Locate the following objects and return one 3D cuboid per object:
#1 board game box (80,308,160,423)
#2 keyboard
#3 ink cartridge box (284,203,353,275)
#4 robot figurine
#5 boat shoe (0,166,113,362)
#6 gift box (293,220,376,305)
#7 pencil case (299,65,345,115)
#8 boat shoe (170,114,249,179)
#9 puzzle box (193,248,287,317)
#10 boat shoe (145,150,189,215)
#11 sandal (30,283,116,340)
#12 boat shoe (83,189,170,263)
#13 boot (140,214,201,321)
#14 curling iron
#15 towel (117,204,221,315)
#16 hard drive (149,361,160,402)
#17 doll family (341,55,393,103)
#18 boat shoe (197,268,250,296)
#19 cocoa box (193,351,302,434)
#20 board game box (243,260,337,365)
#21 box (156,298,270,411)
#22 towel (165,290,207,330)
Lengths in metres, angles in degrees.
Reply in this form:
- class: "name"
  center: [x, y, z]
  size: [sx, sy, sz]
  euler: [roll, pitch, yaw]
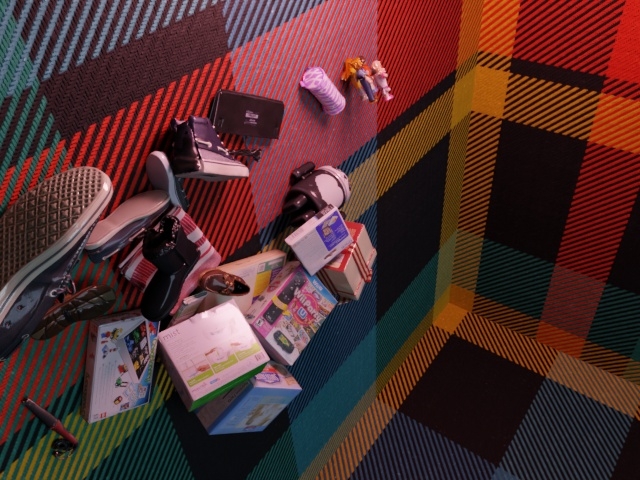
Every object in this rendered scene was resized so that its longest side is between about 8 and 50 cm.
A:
- class: "board game box"
  center: [-0.558, 0.345, 1.661]
  size: [0.193, 0.053, 0.305]
  euler: [-8, 117, -49]
- class: "keyboard"
  center: [-0.223, -0.337, 1.778]
  size: [0.317, 0.033, 0.202]
  euler: [-7, 113, -57]
- class: "ink cartridge box"
  center: [0.000, 0.000, 2.062]
  size: [0.206, 0.045, 0.208]
  euler: [-39, 140, -8]
- class: "robot figurine"
  center: [-0.010, -0.155, 2.114]
  size: [0.278, 0.173, 0.209]
  euler: [-40, 141, -38]
- class: "boat shoe"
  center: [-0.614, 0.057, 1.265]
  size: [0.500, 0.187, 0.156]
  euler: [-56, 155, -9]
- class: "gift box"
  center: [0.048, 0.088, 2.316]
  size: [0.276, 0.255, 0.258]
  euler: [-61, 149, -22]
- class: "pencil case"
  center: [0.011, -0.499, 1.999]
  size: [0.088, 0.086, 0.206]
  euler: [-34, 151, 13]
- class: "boat shoe"
  center: [-0.296, -0.250, 1.630]
  size: [0.340, 0.127, 0.158]
  euler: [-9, 93, -77]
- class: "puzzle box"
  center: [-0.277, 0.196, 2.048]
  size: [0.409, 0.052, 0.272]
  euler: [-17, 124, -55]
- class: "boat shoe"
  center: [-0.395, -0.155, 1.576]
  size: [0.076, 0.080, 0.228]
  euler: [-53, 150, -35]
- class: "sandal"
  center: [-0.616, 0.170, 1.466]
  size: [0.219, 0.060, 0.090]
  euler: [-32, 132, -25]
- class: "boat shoe"
  center: [-0.481, -0.036, 1.497]
  size: [0.254, 0.095, 0.079]
  euler: [-45, 143, -32]
- class: "boot"
  center: [-0.412, 0.072, 1.515]
  size: [0.246, 0.094, 0.207]
  euler: [-60, 163, -16]
- class: "curling iron"
  center: [-0.709, 0.495, 1.557]
  size: [0.068, 0.035, 0.274]
  euler: [-46, 145, -34]
- class: "towel"
  center: [-0.412, 0.066, 1.678]
  size: [0.237, 0.037, 0.329]
  euler: [-51, 155, -15]
- class: "hard drive"
  center: [-0.543, 0.442, 1.811]
  size: [0.094, 0.022, 0.135]
  euler: [-1, 111, -58]
- class: "doll family"
  center: [0.147, -0.566, 2.076]
  size: [0.118, 0.263, 0.163]
  euler: [-29, 116, -2]
- class: "boat shoe"
  center: [-0.294, 0.135, 1.844]
  size: [0.207, 0.073, 0.073]
  euler: [12, 105, -61]
- class: "cocoa box"
  center: [-0.272, 0.502, 2.036]
  size: [0.231, 0.228, 0.347]
  euler: [-47, 152, 7]
- class: "board game box"
  center: [-0.109, 0.254, 2.110]
  size: [0.224, 0.097, 0.303]
  euler: [51, 59, -21]
- class: "box"
  center: [-0.328, 0.339, 1.782]
  size: [0.262, 0.231, 0.127]
  euler: [-25, 160, -31]
- class: "towel"
  center: [-0.410, 0.226, 1.815]
  size: [0.152, 0.023, 0.113]
  euler: [-57, 164, 24]
